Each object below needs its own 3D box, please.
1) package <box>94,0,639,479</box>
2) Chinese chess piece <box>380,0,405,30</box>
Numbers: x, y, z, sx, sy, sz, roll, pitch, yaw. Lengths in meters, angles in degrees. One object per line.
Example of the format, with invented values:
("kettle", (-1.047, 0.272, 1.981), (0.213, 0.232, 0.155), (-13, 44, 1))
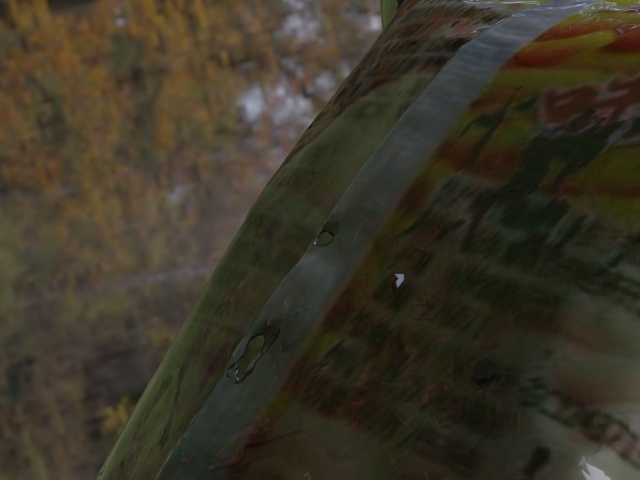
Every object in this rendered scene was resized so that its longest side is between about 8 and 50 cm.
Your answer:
("package", (0.036, 0.041, 0.404), (0.108, 0.288, 0.223), (32, -11, -35))
("Chinese chess piece", (0.227, -0.211, 1.626), (0.146, 0.349, 0.349), (-92, 170, -71))
